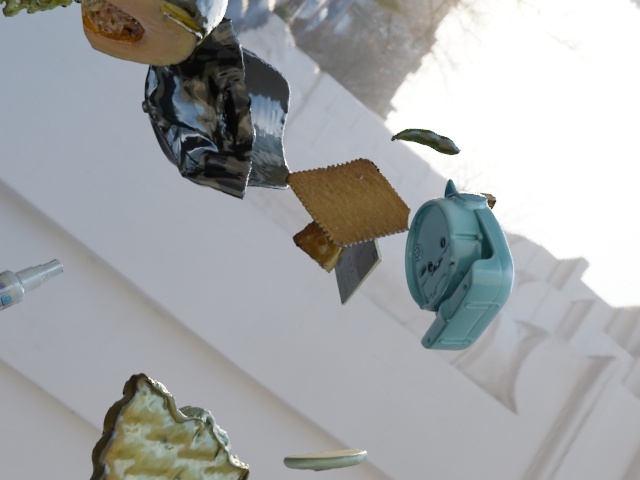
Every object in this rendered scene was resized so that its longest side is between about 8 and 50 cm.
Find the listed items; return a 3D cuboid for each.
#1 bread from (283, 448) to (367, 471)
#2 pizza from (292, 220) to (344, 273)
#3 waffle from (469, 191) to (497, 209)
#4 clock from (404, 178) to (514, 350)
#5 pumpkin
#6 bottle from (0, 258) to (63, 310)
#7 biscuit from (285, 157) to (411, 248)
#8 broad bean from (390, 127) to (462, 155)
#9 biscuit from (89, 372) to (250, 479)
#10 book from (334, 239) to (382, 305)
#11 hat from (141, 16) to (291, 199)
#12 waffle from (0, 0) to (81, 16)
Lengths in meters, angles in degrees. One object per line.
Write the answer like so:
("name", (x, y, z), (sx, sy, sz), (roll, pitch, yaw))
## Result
("bread", (0.031, 0.469, 1.634), (0.112, 0.193, 0.036), (-17, -107, 51))
("pizza", (0.000, 0.000, 1.786), (0.131, 0.041, 0.178), (-14, -123, 13))
("waffle", (0.471, -0.085, 2.382), (0.042, 0.102, 0.148), (64, -37, 41))
("clock", (0.216, 0.031, 1.297), (0.223, 0.094, 0.274), (113, -26, -45))
("pumpkin", (-0.277, -0.440, 1.290), (0.303, 0.256, 0.225), (135, -31, -74))
("bottle", (-0.509, 0.084, 1.216), (0.217, 0.060, 0.060), (-27, 174, -38))
("biscuit", (0.069, -0.085, 1.643), (0.232, 0.237, 0.013), (-14, 142, -29))
("broad bean", (0.341, -0.316, 2.426), (0.046, 0.254, 0.065), (-153, -105, -68))
("biscuit", (-0.275, 0.387, 1.384), (0.078, 0.335, 0.329), (-1, -168, 42))
("book", (0.085, 0.046, 1.824), (0.199, 0.016, 0.138), (124, -35, -44))
("hat", (-0.201, -0.247, 1.630), (0.382, 0.257, 0.366), (53, 37, -81))
("waffle", (-0.603, -0.588, 1.644), (0.223, 0.204, 0.054), (-17, 167, -17))
